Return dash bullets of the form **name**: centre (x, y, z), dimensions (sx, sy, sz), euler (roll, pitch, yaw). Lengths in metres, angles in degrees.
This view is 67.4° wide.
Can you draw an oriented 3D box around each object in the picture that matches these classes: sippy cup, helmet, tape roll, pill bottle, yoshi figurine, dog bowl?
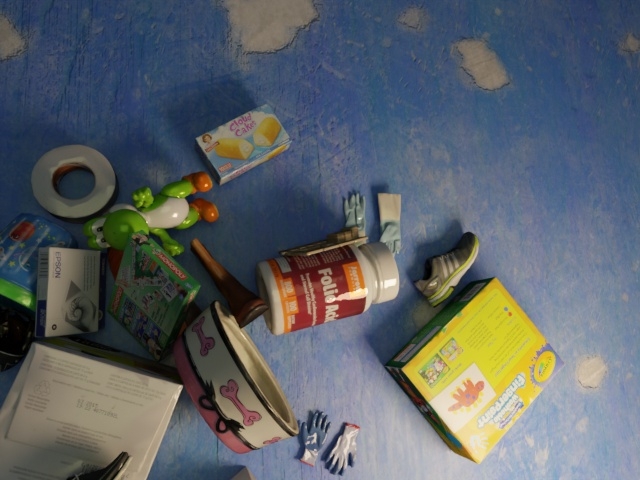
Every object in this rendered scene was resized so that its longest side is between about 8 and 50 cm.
- **sippy cup**: centre (-0.767, 0.059, 1.256), dimensions (0.240, 0.305, 0.224), euler (13, 62, 18)
- **helmet**: centre (-0.822, 0.254, 1.218), dimensions (0.169, 0.169, 0.161), euler (20, 57, -10)
- **tape roll**: centre (-0.703, -0.162, 1.384), dimensions (0.219, 0.072, 0.219), euler (3, 78, -15)
- **pill bottle**: centre (0.019, 0.132, 1.440), dimensions (0.392, 0.224, 0.224), euler (-12, 83, -16)
- **yoshi figurine**: centre (-0.451, -0.061, 1.322), dimensions (0.362, 0.203, 0.203), euler (-28, 78, -33)
- **dog bowl**: centre (-0.226, 0.364, 1.251), dimensions (0.150, 0.408, 0.408), euler (-32, 89, -7)

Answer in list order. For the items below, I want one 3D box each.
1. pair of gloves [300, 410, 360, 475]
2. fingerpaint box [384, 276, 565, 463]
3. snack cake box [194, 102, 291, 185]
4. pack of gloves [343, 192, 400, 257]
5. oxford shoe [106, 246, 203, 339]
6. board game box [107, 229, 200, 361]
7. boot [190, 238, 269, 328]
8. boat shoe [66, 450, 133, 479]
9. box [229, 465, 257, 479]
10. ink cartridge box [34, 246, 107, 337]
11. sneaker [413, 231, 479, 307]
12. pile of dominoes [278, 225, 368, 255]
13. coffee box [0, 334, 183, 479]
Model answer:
- **pair of gloves**: centre (0.024, 0.614, 1.455), dimensions (0.198, 0.023, 0.159), euler (24, 72, -10)
- **fingerpaint box**: centre (0.495, 0.402, 1.548), dimensions (0.445, 0.163, 0.371), euler (-40, 90, -18)
- **snack cake box**: centre (-0.246, -0.306, 1.526), dimensions (0.264, 0.089, 0.152), euler (-33, 90, -19)
- **pack of gloves**: centre (0.171, -0.047, 1.622), dimensions (0.195, 0.046, 0.232), euler (3, 75, -3)
- **oxford shoe**: centre (-0.478, 0.127, 1.384), dimensions (0.363, 0.130, 0.133), euler (51, 39, 6)
- **board game box**: centre (-0.444, 0.153, 1.251), dimensions (0.213, 0.317, 0.046), euler (42, 38, 11)
- **boot**: centre (-0.263, 0.104, 1.351), dimensions (0.096, 0.264, 0.280), euler (-35, 91, -9)
- **boat shoe**: centre (-0.484, 0.506, 0.956), dimensions (0.233, 0.084, 0.079), euler (-40, 94, -13)
- **box**: centre (-0.217, 0.708, 1.293), dimensions (0.130, 0.170, 0.091), euler (-37, 90, -18)
- **ink cartridge box**: centre (-0.632, 0.133, 1.257), dimensions (0.045, 0.224, 0.223), euler (-3, 85, 20)
- **sneaker**: centre (0.429, 0.077, 1.626), dimensions (0.121, 0.111, 0.300), euler (38, 70, -1)
- **pile of dominoes**: centre (0.000, 0.000, 1.444), dimensions (0.251, 0.196, 0.040), euler (-14, 97, -37)
- **coffee box**: centre (-0.553, 0.444, 1.166), dimensions (0.338, 0.334, 0.338), euler (21, 78, -10)
